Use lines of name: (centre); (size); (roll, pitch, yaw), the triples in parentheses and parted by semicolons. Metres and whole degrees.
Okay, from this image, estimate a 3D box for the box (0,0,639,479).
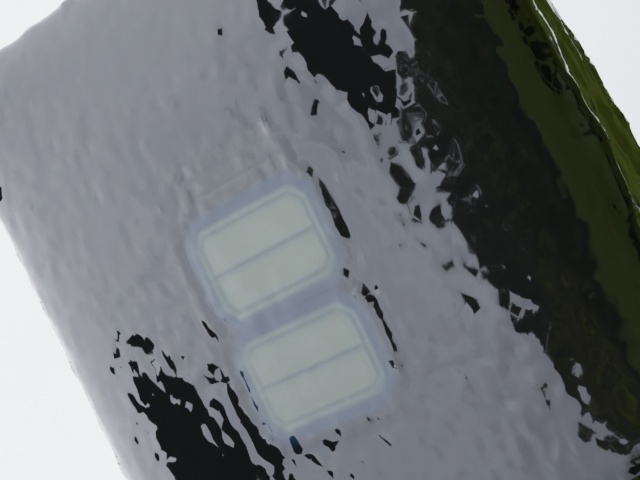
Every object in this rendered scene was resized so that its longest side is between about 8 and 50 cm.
box: (0.000, 0.000, 0.959); (0.091, 0.359, 0.350); (-21, -98, -55)
